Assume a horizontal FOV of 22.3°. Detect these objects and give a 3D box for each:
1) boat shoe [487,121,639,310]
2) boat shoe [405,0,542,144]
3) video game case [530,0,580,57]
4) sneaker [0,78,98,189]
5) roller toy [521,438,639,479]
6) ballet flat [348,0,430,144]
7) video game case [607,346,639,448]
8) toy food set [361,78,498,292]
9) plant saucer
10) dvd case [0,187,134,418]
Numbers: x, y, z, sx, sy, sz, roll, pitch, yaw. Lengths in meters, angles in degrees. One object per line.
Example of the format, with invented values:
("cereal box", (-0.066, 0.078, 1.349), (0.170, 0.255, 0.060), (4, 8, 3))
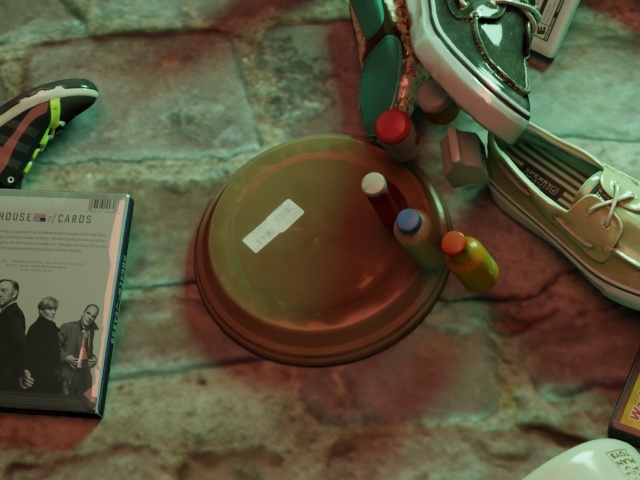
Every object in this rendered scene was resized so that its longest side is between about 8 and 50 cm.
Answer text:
("boat shoe", (0.276, -0.023, 1.619), (0.302, 0.094, 0.109), (32, 74, 33))
("boat shoe", (0.165, -0.226, 1.671), (0.119, 0.121, 0.335), (-43, 32, 19))
("video game case", (0.219, -0.330, 1.797), (0.183, 0.023, 0.201), (29, 110, 23))
("sneaker", (-0.342, -0.095, 1.803), (0.235, 0.084, 0.097), (-28, 85, -7))
("roller toy", (0.231, 0.272, 1.423), (0.209, 0.191, 0.146), (-33, 60, -10))
("ballet flat", (0.083, -0.208, 1.787), (0.077, 0.091, 0.241), (16, 56, -33))
("video game case", (0.443, 0.111, 1.574), (0.248, 0.035, 0.274), (19, 66, 18))
("toy food set", (0.104, -0.064, 1.624), (0.111, 0.104, 0.232), (-12, 67, 16))
("plant saucer", (0.000, 0.000, 1.704), (0.278, 0.041, 0.277), (-4, 61, 7))
("dvd case", (-0.298, 0.062, 1.696), (0.179, 0.029, 0.238), (3, 71, 10))
